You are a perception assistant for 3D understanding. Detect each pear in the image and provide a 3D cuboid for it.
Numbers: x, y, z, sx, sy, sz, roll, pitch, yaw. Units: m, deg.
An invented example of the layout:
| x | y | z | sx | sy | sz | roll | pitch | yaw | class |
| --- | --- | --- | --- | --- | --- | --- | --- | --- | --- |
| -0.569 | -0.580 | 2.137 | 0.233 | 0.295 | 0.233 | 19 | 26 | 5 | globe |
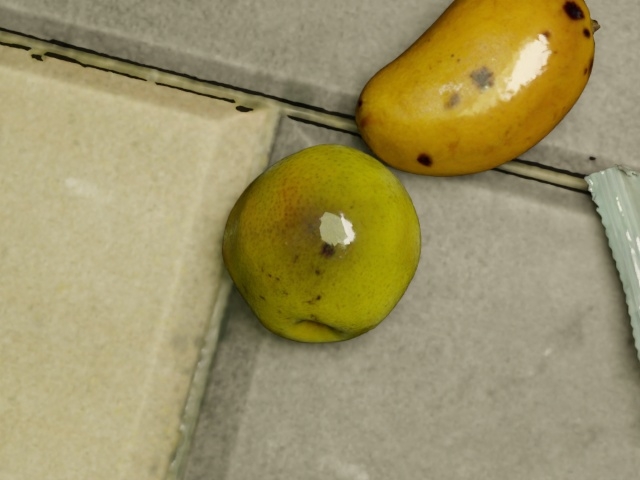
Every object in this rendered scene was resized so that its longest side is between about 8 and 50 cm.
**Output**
| x | y | z | sx | sy | sz | roll | pitch | yaw | class |
| --- | --- | --- | --- | --- | --- | --- | --- | --- | --- |
| 0.000 | 0.000 | 1.035 | 0.141 | 0.104 | 0.141 | 0 | 81 | 1 | pear |

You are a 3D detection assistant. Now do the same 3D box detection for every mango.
| x | y | z | sx | sy | sz | roll | pitch | yaw | class |
| --- | --- | --- | --- | --- | --- | --- | --- | --- | --- |
| 0.113 | -0.110 | 1.048 | 0.178 | 0.090 | 0.115 | -42 | 76 | 0 | mango |

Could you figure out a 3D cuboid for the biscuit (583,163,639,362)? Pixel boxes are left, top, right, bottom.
| x | y | z | sx | sy | sz | roll | pitch | yaw | class |
| --- | --- | --- | --- | --- | --- | --- | --- | --- | --- |
| 0.357 | 0.005 | 1.039 | 0.309 | 0.079 | 0.186 | -14 | 83 | -2 | biscuit |
